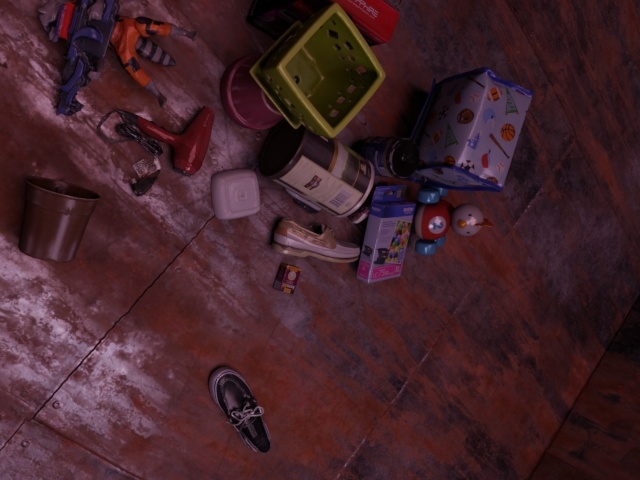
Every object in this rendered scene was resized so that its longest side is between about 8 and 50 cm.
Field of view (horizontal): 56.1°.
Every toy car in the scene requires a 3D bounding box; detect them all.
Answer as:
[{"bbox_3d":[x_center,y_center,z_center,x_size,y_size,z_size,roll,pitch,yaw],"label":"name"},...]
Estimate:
[{"bbox_3d":[0.454,-0.067,2.012,0.210,0.238,0.219,-30,123,-59],"label":"toy car"}]

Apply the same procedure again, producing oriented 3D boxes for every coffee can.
[{"bbox_3d":[-0.010,-0.211,1.728,0.275,0.202,0.201,29,83,-35],"label":"coffee can"}]

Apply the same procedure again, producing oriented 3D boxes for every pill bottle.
[{"bbox_3d":[0.188,-0.257,1.838,0.123,0.219,0.122,-8,104,-33],"label":"pill bottle"}]

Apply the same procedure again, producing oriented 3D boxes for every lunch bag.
[{"bbox_3d":[0.414,-0.333,1.875,0.239,0.385,0.327,22,88,-22],"label":"lunch bag"}]

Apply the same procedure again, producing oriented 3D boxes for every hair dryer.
[{"bbox_3d":[-0.389,-0.262,1.541,0.294,0.080,0.223,-31,114,-25],"label":"hair dryer"}]

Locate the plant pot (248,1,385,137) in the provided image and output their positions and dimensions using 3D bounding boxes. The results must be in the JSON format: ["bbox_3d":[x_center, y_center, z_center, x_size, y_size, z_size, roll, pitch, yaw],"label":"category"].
[{"bbox_3d":[-0.021,-0.404,1.459,0.228,0.207,0.227,-51,122,-15],"label":"plant pot"}]

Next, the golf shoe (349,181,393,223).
[{"bbox_3d":[0.173,-0.107,1.951,0.186,0.068,0.085,-41,120,-20],"label":"golf shoe"}]

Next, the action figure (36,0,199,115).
[{"bbox_3d":[-0.505,-0.444,1.418,0.330,0.178,0.341,24,113,-28],"label":"action figure"}]

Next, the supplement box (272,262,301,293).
[{"bbox_3d":[-0.102,0.115,1.828,0.055,0.043,0.083,17,90,-36],"label":"supplement box"}]

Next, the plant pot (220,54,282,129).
[{"bbox_3d":[-0.144,-0.401,1.615,0.202,0.180,0.201,-7,102,-33],"label":"plant pot"}]

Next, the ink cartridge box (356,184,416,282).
[{"bbox_3d":[0.219,-0.023,1.953,0.186,0.065,0.310,-7,110,-48],"label":"ink cartridge box"}]

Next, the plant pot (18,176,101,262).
[{"bbox_3d":[-0.617,-0.045,1.396,0.167,0.167,0.165,12,101,-35],"label":"plant pot"}]

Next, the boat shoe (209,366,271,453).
[{"bbox_3d":[-0.230,0.513,1.785,0.113,0.105,0.306,-28,114,-26],"label":"boat shoe"}]

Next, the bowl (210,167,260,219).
[{"bbox_3d":[-0.232,-0.129,1.689,0.142,0.053,0.141,-13,106,-30],"label":"bowl"}]

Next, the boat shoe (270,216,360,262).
[{"bbox_3d":[0.000,0.000,1.830,0.303,0.113,0.103,8,101,-33],"label":"boat shoe"}]

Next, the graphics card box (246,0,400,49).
[{"bbox_3d":[-0.003,-0.581,1.556,0.233,0.371,0.094,22,86,-36],"label":"graphics card box"}]

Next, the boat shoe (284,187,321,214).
[{"bbox_3d":[-0.056,-0.121,1.811,0.142,0.049,0.040,31,120,-29],"label":"boat shoe"}]
